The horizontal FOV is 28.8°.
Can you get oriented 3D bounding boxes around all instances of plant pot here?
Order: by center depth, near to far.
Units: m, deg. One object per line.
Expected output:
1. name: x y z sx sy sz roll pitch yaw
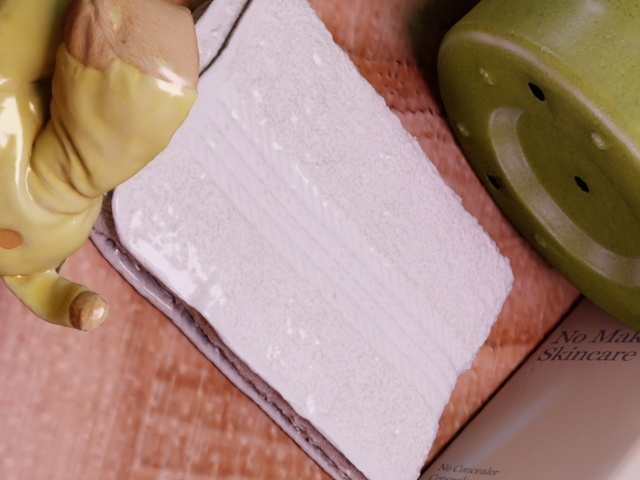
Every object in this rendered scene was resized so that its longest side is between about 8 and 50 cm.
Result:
1. plant pot: 0.273 -0.130 0.747 0.353 0.366 0.366 -39 113 -9

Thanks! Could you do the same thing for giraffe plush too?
1. giraffe plush: -0.168 -0.064 0.512 0.170 0.181 0.210 8 115 -30

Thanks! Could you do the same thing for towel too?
1. towel: 0.000 0.000 0.699 0.282 0.049 0.187 47 59 -27

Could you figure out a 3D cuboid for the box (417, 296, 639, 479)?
1. box: 0.209 0.123 0.803 0.311 0.148 0.121 -41 112 -37
